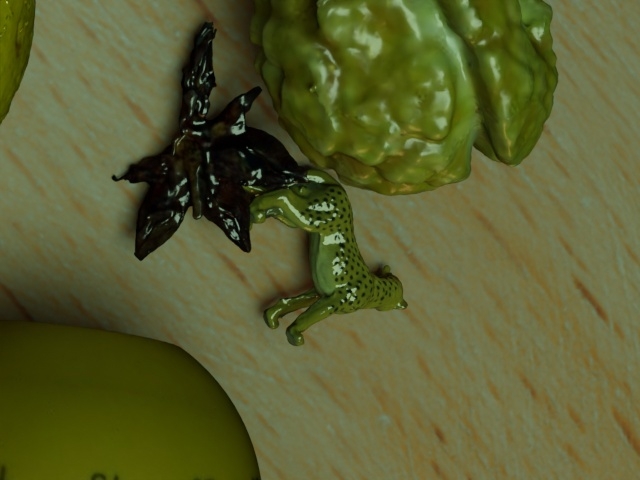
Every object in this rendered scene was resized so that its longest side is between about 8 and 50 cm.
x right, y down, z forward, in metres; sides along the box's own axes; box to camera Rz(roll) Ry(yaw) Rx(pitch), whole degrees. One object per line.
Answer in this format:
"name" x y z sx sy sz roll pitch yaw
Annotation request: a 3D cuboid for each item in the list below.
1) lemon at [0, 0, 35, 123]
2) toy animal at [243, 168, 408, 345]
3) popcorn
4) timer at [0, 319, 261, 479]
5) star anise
"lemon" -0.348 -0.167 1.511 0.258 0.258 0.310 22 91 -26
"toy animal" 0.000 0.000 1.814 0.136 0.073 0.181 -22 100 -23
"popcorn" 0.068 -0.178 1.671 0.282 0.247 0.282 7 120 13
"timer" -0.217 0.266 1.630 0.376 0.376 0.387 9 84 -24
"star anise" -0.089 -0.065 1.736 0.157 0.053 0.212 31 94 5
